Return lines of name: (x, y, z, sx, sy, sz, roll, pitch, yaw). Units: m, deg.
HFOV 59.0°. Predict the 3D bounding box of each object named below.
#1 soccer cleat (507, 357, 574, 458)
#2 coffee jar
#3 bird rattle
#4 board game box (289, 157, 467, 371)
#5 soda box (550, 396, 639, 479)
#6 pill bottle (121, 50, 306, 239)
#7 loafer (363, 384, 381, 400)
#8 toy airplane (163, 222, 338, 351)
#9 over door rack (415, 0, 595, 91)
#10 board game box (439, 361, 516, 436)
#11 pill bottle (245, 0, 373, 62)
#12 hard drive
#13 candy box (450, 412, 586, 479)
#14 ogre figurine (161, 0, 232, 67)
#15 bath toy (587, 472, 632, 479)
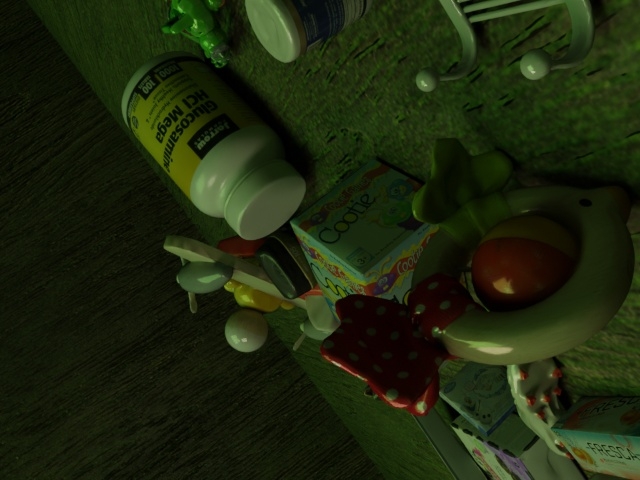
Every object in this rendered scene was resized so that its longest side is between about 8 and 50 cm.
soccer cleat: (0.266, 0.194, 0.703, 0.196, 0.068, 0.076, 57, 167, -25)
coffee jar: (0.000, 0.000, 0.816, 0.096, 0.184, 0.079, 54, 164, -8)
bird rattle: (0.125, 0.022, 0.441, 0.206, 0.253, 0.143, -5, 124, 44)
board game box: (0.094, 0.058, 0.750, 0.142, 0.144, 0.275, 37, 159, 43)
soda box: (0.318, 0.201, 0.577, 0.063, 0.058, 0.183, 51, 164, 7)
pill bottle: (-0.183, -0.163, 0.985, 0.334, 0.188, 0.188, 46, 163, 22)
loafer: (0.160, 0.381, 1.417, 0.062, 0.061, 0.170, 54, 164, 0)
toy airplane: (-0.084, 0.103, 1.101, 0.385, 0.273, 0.384, 28, 178, 6)
over door rack: (0.065, -0.226, 0.283, 0.324, 0.108, 0.239, 60, 162, -23)
board game box: (0.230, 0.213, 0.795, 0.090, 0.090, 0.020, 38, 160, 44)
pill bottle: (0.002, -0.208, 0.476, 0.067, 0.120, 0.067, 47, 163, 19)
hard drive: (0.308, 0.487, 1.113, 0.353, 0.047, 0.233, 56, 178, -31)
candy box: (0.316, 0.351, 0.885, 0.165, 0.070, 0.196, 54, 165, -6)
ogre figurine: (-0.186, -0.329, 0.811, 0.118, 0.096, 0.197, -129, 22, -54)
bath toy: (0.420, 0.403, 0.596, 0.348, 0.129, 0.151, 42, 161, 37)
